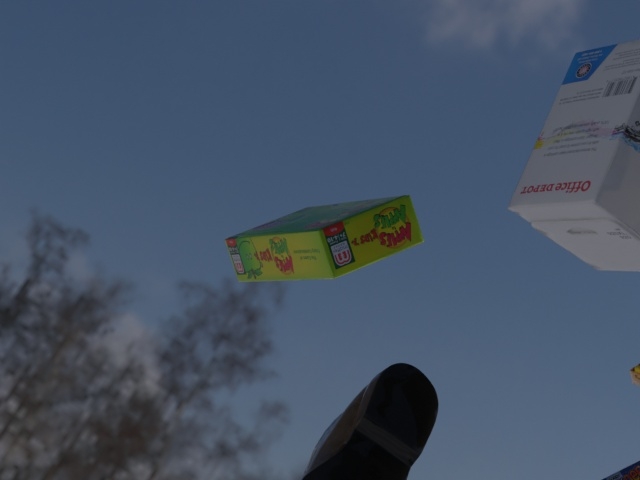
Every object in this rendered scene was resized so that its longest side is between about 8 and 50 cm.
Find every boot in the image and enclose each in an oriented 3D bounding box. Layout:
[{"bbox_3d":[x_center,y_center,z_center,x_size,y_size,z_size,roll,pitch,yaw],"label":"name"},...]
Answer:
[{"bbox_3d":[0.018,0.265,1.661,0.112,0.305,0.115,43,-39,-9],"label":"boot"}]

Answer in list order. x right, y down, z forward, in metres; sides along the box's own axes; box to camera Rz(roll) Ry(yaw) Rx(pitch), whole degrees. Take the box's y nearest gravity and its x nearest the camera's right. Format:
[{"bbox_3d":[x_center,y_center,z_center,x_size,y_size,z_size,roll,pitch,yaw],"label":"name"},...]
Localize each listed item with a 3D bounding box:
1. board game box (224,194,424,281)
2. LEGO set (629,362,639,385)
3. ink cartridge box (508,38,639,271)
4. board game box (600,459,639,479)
[{"bbox_3d":[0.000,0.000,1.372,0.181,0.092,0.043,-5,-75,62],"label":"board game box"},{"bbox_3d":[0.589,0.136,2.327,0.287,0.132,0.107,-3,-40,-4],"label":"LEGO set"},{"bbox_3d":[0.374,-0.099,1.935,0.168,0.232,0.171,33,-16,-25],"label":"ink cartridge box"},{"bbox_3d":[0.405,0.331,2.094,0.035,0.201,0.136,54,-40,23],"label":"board game box"}]
